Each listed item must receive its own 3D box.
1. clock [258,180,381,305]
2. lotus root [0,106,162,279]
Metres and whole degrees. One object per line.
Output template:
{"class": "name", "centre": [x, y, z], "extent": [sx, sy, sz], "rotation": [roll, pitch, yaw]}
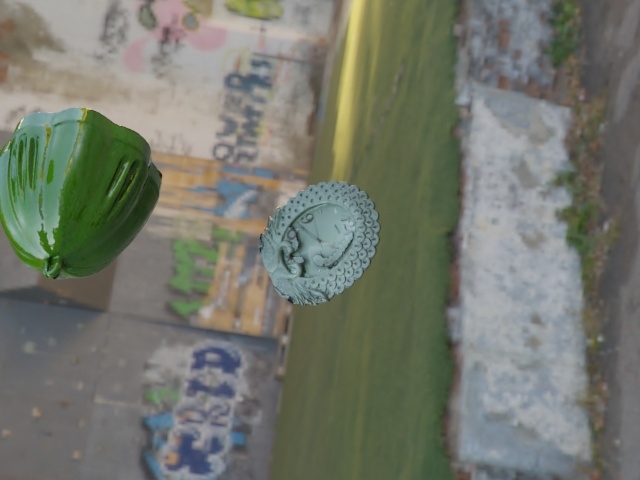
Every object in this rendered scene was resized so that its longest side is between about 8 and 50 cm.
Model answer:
{"class": "clock", "centre": [0.000, 0.000, 0.702], "extent": [0.010, 0.083, 0.074], "rotation": [27, -148, -61]}
{"class": "lotus root", "centre": [-0.270, -0.023, 1.202], "extent": [0.186, 0.186, 0.186], "rotation": [-171, 90, -85]}
